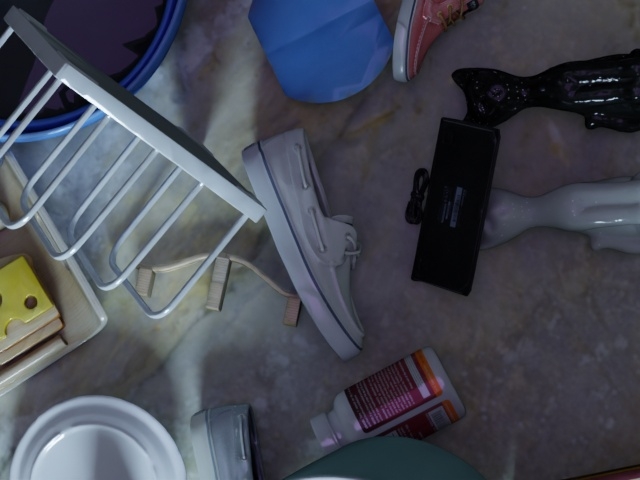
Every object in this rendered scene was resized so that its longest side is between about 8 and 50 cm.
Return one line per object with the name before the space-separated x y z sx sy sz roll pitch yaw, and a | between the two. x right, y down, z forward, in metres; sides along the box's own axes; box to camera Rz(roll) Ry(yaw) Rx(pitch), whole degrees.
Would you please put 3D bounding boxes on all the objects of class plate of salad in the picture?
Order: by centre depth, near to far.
plate of salad | -0.237 0.264 1.964 0.200 0.048 0.199 0 93 11

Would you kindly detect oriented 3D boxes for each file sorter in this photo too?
file sorter | -0.236 -0.072 1.870 0.278 0.193 0.173 36 95 -34

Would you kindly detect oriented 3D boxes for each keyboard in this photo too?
keyboard | 0.137 -0.039 1.949 0.108 0.023 0.180 17 99 39

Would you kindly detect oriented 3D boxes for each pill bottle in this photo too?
pill bottle | 0.069 0.181 1.923 0.152 0.086 0.086 -28 81 2

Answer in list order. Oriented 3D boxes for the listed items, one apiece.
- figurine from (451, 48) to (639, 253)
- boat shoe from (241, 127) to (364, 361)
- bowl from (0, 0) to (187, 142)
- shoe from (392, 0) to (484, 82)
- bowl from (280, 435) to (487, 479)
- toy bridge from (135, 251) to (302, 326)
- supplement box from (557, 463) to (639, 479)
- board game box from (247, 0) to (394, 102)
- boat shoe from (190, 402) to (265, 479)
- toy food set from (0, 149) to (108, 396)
figurine | 0.246 -0.090 1.946 0.209 0.092 0.214 -3 84 13
boat shoe | 0.000 0.000 1.947 0.084 0.095 0.258 -25 83 7
bowl | -0.332 -0.298 2.025 0.391 0.077 0.391 -1 83 5
shoe | 0.133 -0.253 1.979 0.081 0.063 0.178 11 80 12
bowl | 0.073 0.319 1.832 0.312 0.163 0.311 11 123 18
toy bridge | -0.111 0.046 1.987 0.188 0.026 0.063 11 82 7
supplement box | 0.296 0.296 1.832 0.191 0.194 0.129 -12 82 4
board game box | 0.002 -0.230 2.007 0.133 0.033 0.168 -28 79 8
boat shoe | -0.073 0.281 1.929 0.081 0.079 0.227 -18 79 8
toy food set | -0.409 0.074 1.980 0.306 0.092 0.219 -32 81 2
